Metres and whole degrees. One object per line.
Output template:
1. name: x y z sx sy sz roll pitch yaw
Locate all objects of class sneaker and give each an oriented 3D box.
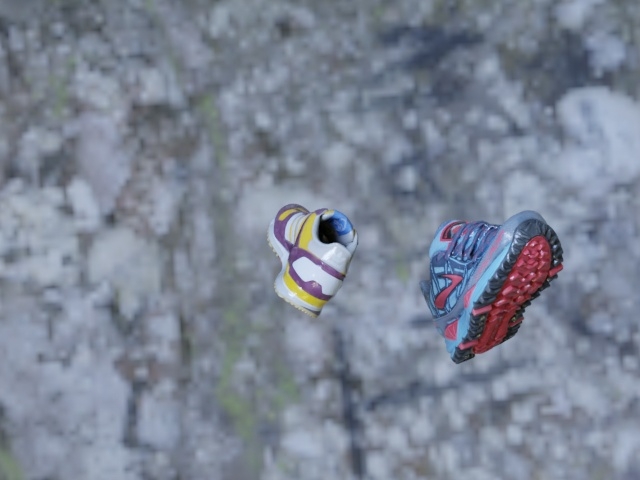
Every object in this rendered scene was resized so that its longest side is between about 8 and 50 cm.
1. sneaker: 0.000 0.000 1.735 0.084 0.070 0.185 -51 21 18
2. sneaker: 0.154 0.028 1.858 0.125 0.104 0.262 57 155 17
